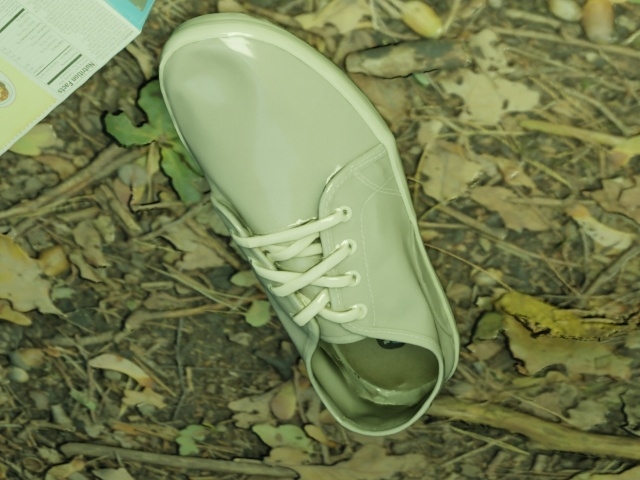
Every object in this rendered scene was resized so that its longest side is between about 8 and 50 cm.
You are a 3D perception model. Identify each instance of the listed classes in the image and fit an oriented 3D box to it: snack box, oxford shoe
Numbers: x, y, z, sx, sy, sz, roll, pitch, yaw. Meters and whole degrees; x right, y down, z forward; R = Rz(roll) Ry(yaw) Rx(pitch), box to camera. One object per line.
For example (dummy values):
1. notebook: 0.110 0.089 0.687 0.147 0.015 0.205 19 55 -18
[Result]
1. snack box: -0.309 -0.162 1.461 0.187 0.060 0.322 39 128 -21
2. oxford shoe: 0.000 0.000 1.493 0.169 0.130 0.449 -11 127 24
